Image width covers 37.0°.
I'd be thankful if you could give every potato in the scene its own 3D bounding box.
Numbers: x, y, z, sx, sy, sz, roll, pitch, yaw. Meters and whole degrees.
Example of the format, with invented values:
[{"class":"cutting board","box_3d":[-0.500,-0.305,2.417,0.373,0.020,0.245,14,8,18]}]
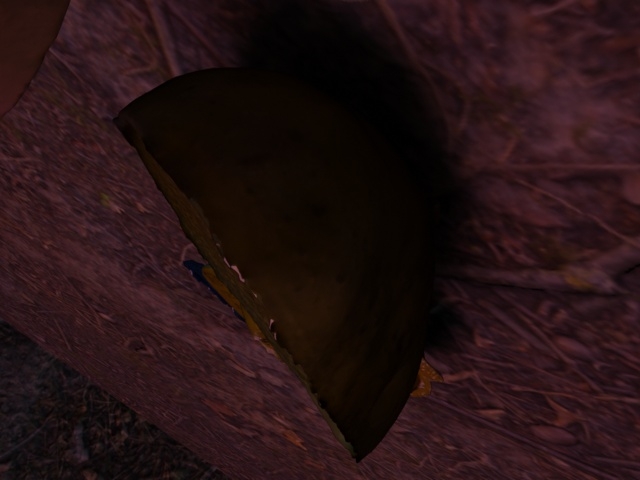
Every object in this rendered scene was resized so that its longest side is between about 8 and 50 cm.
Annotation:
[{"class":"potato","box_3d":[0.000,0.000,0.489,0.160,0.111,0.272,51,173,31]}]

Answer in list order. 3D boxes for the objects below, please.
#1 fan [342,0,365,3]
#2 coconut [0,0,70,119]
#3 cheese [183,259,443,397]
[{"class":"fan","box_3d":[0.009,-0.148,0.276,0.329,0.009,0.191,6,146,53]},{"class":"coconut","box_3d":[-0.203,-0.134,0.321,0.259,0.259,0.259,29,160,12]},{"class":"cheese","box_3d":[-0.016,0.057,0.710,0.270,0.069,0.177,9,149,53]}]
